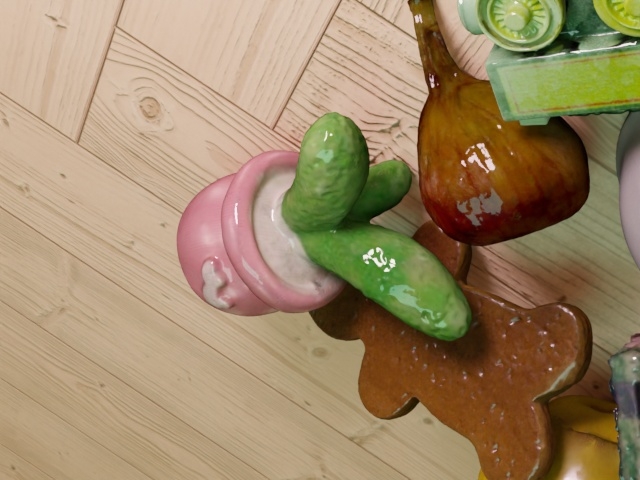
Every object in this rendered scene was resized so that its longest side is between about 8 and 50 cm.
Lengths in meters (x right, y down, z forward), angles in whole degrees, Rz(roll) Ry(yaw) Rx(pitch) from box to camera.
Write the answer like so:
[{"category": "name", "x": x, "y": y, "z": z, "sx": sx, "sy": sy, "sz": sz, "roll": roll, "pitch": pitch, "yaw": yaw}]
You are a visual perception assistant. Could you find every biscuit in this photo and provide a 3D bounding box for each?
[{"category": "biscuit", "x": 0.150, "y": 0.116, "z": 1.437, "sx": 0.432, "sy": 0.064, "sz": 0.283, "roll": 27, "pitch": 105, "yaw": 36}]

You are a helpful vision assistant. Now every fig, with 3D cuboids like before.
[{"category": "fig", "x": 0.183, "y": -0.132, "z": 1.247, "sx": 0.190, "sy": 0.191, "sz": 0.290, "roll": -40, "pitch": 62, "yaw": 47}]

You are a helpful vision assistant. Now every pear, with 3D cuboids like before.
[{"category": "pear", "x": 0.348, "y": 0.375, "z": 1.456, "sx": 0.285, "sy": 0.285, "sz": 0.336, "roll": -6, "pitch": 99, "yaw": 35}]

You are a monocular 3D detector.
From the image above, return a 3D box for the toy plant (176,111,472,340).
[{"category": "toy plant", "x": -0.006, "y": 0.003, "z": 1.400, "sx": 0.356, "sy": 0.210, "sz": 0.317, "roll": -17, "pitch": 112, "yaw": 41}]

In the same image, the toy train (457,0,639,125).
[{"category": "toy train", "x": 0.274, "y": -0.221, "z": 1.070, "sx": 0.272, "sy": 0.159, "sz": 0.188, "roll": -2, "pitch": 131, "yaw": 31}]

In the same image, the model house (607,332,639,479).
[{"category": "model house", "x": 0.484, "y": 0.212, "z": 1.235, "sx": 0.237, "sy": 0.202, "sz": 0.237, "roll": -10, "pitch": 83, "yaw": 41}]

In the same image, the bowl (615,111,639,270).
[{"category": "bowl", "x": 0.435, "y": 0.004, "z": 1.129, "sx": 0.345, "sy": 0.157, "sz": 0.345, "roll": 28, "pitch": 149, "yaw": 18}]
